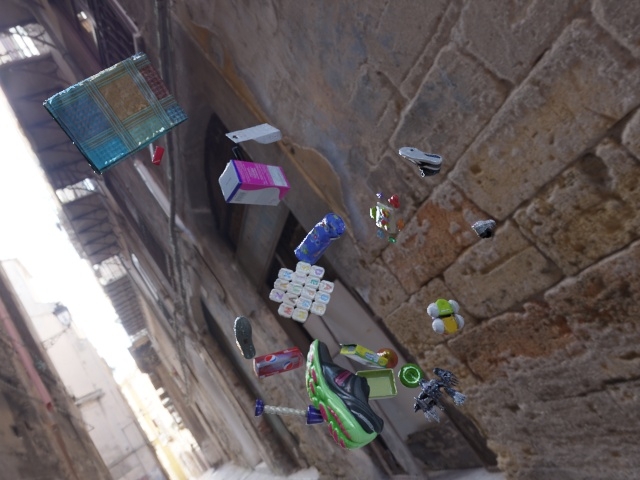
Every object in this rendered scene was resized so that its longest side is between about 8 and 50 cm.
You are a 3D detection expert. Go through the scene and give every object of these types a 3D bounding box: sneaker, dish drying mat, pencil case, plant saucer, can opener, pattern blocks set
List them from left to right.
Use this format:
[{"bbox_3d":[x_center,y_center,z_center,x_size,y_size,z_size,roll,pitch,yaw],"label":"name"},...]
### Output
[{"bbox_3d":[-0.672,-0.351,1.808,0.032,0.083,0.008,19,-25,-24],"label":"dish drying mat"},{"bbox_3d":[-0.377,0.450,2.082,0.083,0.221,0.118,-16,18,-26],"label":"sneaker"},{"bbox_3d":[-0.419,-0.425,2.375,0.059,0.186,0.073,-17,24,45],"label":"can opener"},{"bbox_3d":[0.000,0.000,2.138,0.120,0.133,0.306,6,-40,-40],"label":"pencil case"},{"bbox_3d":[0.080,0.585,1.701,0.203,0.482,0.185,-3,-55,-26],"label":"sneaker"},{"bbox_3d":[0.274,0.714,2.141,0.189,0.045,0.188,-6,22,4],"label":"plant saucer"},{"bbox_3d":[0.406,-0.140,2.702,0.026,0.324,0.285,-23,24,-27],"label":"pattern blocks set"},{"bbox_3d":[0.486,-0.377,2.156,0.079,0.217,0.121,-50,-29,-33],"label":"sneaker"},{"bbox_3d":[0.704,-0.043,1.855,0.171,0.074,0.063,-3,-26,-48],"label":"sneaker"}]

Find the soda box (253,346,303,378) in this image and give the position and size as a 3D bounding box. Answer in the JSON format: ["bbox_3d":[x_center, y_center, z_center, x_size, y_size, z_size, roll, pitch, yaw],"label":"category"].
[{"bbox_3d":[-0.234,0.679,2.427,0.264,0.092,0.083,-8,-65,-24],"label":"soda box"}]

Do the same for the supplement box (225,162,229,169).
[{"bbox_3d":[-0.373,-0.275,1.852,0.036,0.062,0.098,4,-24,7],"label":"supplement box"}]

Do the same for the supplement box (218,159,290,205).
[{"bbox_3d":[-0.238,-0.206,1.591,0.220,0.113,0.111,2,-36,-41],"label":"supplement box"}]

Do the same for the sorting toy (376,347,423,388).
[{"bbox_3d":[0.445,0.662,2.222,0.127,0.366,0.126,-49,-23,-21],"label":"sorting toy"}]

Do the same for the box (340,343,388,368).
[{"bbox_3d":[0.160,0.443,1.686,0.105,0.179,0.043,-23,40,58],"label":"box"}]

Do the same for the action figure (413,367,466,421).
[{"bbox_3d":[0.410,0.552,1.529,0.164,0.141,0.275,-36,-33,-14],"label":"action figure"}]

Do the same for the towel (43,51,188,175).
[{"bbox_3d":[-0.674,-0.432,1.470,0.370,0.271,0.040,-40,23,-20],"label":"towel"}]

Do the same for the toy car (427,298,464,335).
[{"bbox_3d":[0.624,0.393,2.215,0.159,0.181,0.136,-8,-23,-14],"label":"toy car"}]

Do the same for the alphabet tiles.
[{"bbox_3d":[-0.090,0.241,2.079,0.021,0.278,0.284,83,-154,-64],"label":"alphabet tiles"}]

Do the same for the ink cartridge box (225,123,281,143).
[{"bbox_3d":[-0.340,-0.525,2.211,0.233,0.189,0.066,-24,-56,-17],"label":"ink cartridge box"}]

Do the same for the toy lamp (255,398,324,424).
[{"bbox_3d":[-0.122,0.692,1.755,0.275,0.080,0.080,6,-17,3],"label":"toy lamp"}]
